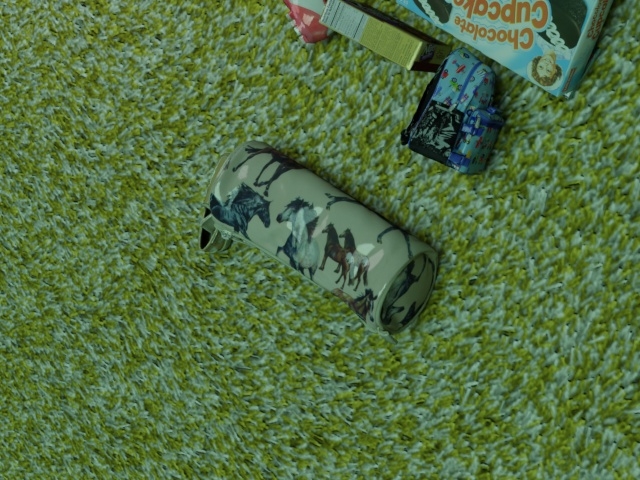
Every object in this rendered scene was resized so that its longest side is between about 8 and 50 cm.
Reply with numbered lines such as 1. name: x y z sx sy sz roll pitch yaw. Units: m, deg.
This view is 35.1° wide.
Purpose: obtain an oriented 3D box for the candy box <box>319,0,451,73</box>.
1. candy box: 0.103 -0.327 1.609 0.186 0.109 0.053 35 112 26

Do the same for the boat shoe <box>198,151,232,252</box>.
1. boat shoe: -0.185 -0.067 1.843 0.068 0.072 0.190 15 103 31

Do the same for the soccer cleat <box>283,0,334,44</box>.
1. soccer cleat: -0.041 -0.447 1.717 0.095 0.083 0.248 -27 74 2

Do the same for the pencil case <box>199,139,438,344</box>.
1. pencil case: 0.000 0.000 1.678 0.410 0.160 0.184 33 95 25

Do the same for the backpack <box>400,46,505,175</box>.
1. backpack: 0.216 -0.197 1.532 0.117 0.158 0.173 26 97 19

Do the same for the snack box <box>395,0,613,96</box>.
1. snack box: 0.267 -0.371 1.487 0.322 0.060 0.187 37 131 28

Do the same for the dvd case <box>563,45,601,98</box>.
1. dvd case: 0.348 -0.279 1.514 0.119 0.013 0.087 39 114 24
